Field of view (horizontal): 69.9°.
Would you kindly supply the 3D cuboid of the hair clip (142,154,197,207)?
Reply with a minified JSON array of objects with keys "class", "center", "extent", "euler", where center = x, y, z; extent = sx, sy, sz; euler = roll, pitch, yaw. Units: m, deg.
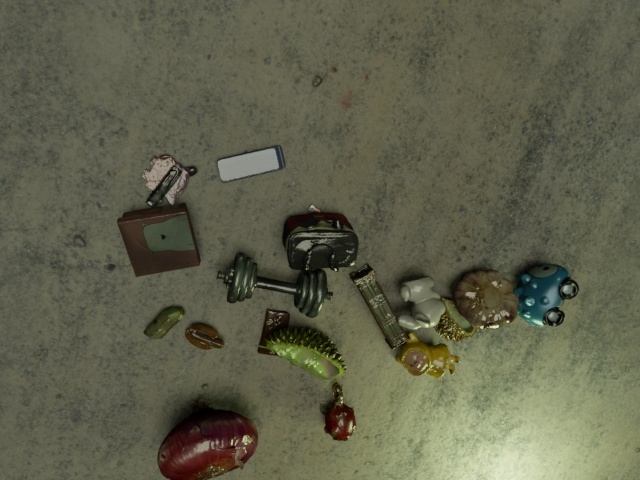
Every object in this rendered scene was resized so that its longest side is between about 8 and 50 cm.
[{"class":"hair clip","center":[-0.512,-0.192,1.504],"extent":[0.146,0.056,0.187],"euler":[31,87,-14]}]

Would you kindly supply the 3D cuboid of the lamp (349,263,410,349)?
[{"class":"lamp","center":[0.224,0.249,1.715],"extent":[0.090,0.089,0.325],"euler":[-31,107,-2]}]

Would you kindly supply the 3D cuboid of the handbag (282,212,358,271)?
[{"class":"handbag","center":[0.000,0.000,1.558],"extent":[0.255,0.181,0.181],"euler":[-2,115,-11]}]

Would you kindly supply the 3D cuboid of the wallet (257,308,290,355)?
[{"class":"wallet","center":[-0.172,0.344,1.697],"extent":[0.095,0.026,0.176],"euler":[11,101,-15]}]

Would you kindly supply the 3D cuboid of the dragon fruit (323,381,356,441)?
[{"class":"dragon fruit","center":[0.073,0.664,1.775],"extent":[0.126,0.125,0.245],"euler":[-3,95,-3]}]

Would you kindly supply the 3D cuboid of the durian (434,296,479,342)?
[{"class":"durian","center":[0.522,0.321,1.796],"extent":[0.252,0.144,0.139],"euler":[39,56,-10]}]

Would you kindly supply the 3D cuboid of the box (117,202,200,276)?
[{"class":"box","center":[-0.520,-0.003,1.497],"extent":[0.215,0.086,0.215],"euler":[-10,121,-7]}]

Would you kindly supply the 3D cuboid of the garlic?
[{"class":"garlic","center":[0.623,0.226,1.747],"extent":[0.245,0.160,0.244],"euler":[0,74,-1]}]

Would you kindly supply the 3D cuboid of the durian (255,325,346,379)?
[{"class":"durian","center":[-0.041,0.412,1.665],"extent":[0.356,0.157,0.169],"euler":[31,100,-23]}]

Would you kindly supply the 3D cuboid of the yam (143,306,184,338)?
[{"class":"yam","center":[-0.545,0.285,1.593],"extent":[0.146,0.070,0.070],"euler":[-46,106,3]}]

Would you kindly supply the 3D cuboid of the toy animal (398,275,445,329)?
[{"class":"toy animal","center":[0.364,0.228,1.685],"extent":[0.179,0.128,0.193],"euler":[1,78,-40]}]

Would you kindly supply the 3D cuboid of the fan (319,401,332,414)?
[{"class":"fan","center":[0.033,0.670,1.821],"extent":[0.080,0.003,0.060],"euler":[11,101,-12]}]

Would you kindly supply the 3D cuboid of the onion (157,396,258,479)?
[{"class":"onion","center":[-0.404,0.703,1.638],"extent":[0.348,0.285,0.347],"euler":[-15,147,-10]}]

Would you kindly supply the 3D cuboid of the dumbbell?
[{"class":"dumbbell","center":[-0.152,0.156,1.579],"extent":[0.407,0.179,0.179],"euler":[12,100,-13]}]

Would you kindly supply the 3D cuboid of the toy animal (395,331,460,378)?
[{"class":"toy animal","center":[0.420,0.456,1.779],"extent":[0.230,0.156,0.156],"euler":[18,99,-4]}]

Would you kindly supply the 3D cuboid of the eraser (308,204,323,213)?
[{"class":"eraser","center":[0.001,-0.092,1.631],"extent":[0.099,0.019,0.027],"euler":[35,96,-15]}]

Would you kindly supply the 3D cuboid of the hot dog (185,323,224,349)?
[{"class":"hot dog","center":[-0.413,0.350,1.638],"extent":[0.140,0.060,0.089],"euler":[35,99,-19]}]

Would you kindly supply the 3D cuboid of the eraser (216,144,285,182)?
[{"class":"eraser","center":[-0.231,-0.258,1.541],"extent":[0.225,0.036,0.081],"euler":[-15,105,-7]}]

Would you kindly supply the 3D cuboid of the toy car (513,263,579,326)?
[{"class":"toy car","center":[0.841,0.201,1.767],"extent":[0.190,0.188,0.255],"euler":[23,100,-8]}]
